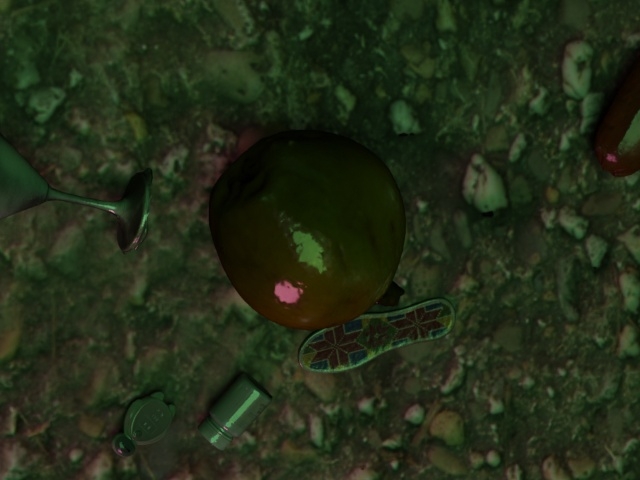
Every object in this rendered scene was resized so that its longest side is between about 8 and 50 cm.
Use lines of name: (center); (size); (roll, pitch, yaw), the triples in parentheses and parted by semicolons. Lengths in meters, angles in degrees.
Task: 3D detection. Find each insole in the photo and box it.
insole: (0.066, 0.109, 1.873); (0.193, 0.006, 0.065); (-14, 110, -11)

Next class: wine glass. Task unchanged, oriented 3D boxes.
wine glass: (-0.270, -0.046, 1.676); (0.182, 0.122, 0.122); (12, 103, -22)

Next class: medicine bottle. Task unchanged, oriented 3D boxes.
medicine bottle: (-0.097, 0.193, 1.830); (0.047, 0.047, 0.083); (41, 93, -22)

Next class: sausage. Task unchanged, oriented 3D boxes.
sausage: (0.375, -0.162, 1.843); (0.076, 0.076, 0.198); (27, 99, -21)

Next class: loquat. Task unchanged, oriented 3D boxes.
loquat: (0.000, 0.000, 1.719); (0.213, 0.213, 0.246); (-48, 121, 2)

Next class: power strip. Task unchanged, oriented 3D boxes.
power strip: (-0.201, 0.206, 1.818); (0.083, 0.035, 0.055); (-46, 113, -13)
